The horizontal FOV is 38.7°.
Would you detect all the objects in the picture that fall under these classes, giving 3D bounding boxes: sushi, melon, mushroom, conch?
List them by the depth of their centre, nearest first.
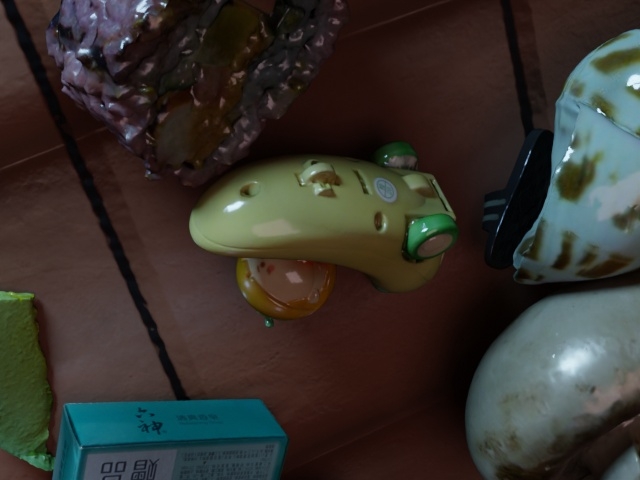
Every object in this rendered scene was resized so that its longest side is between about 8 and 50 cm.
[{"bbox_3d":[-0.112,-0.192,0.831,0.270,0.171,0.236,-53,146,5],"label":"sushi"},{"bbox_3d":[-0.334,0.146,0.976,0.114,0.053,0.261,-30,124,-28],"label":"melon"},{"bbox_3d":[0.346,-0.105,1.002,0.249,0.197,0.367,-27,130,-59],"label":"conch"},{"bbox_3d":[0.358,0.208,1.088,0.362,0.294,0.362,-17,142,-14],"label":"mushroom"}]

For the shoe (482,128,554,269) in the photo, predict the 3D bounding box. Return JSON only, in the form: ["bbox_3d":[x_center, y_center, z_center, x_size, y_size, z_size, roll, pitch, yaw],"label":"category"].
[{"bbox_3d":[0.230,-0.051,1.097,0.071,0.049,0.179,25,83,-43],"label":"shoe"}]

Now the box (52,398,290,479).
[{"bbox_3d":[-0.174,0.268,1.035,0.245,0.092,0.153,5,109,-30],"label":"box"}]

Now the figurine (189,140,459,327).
[{"bbox_3d":[0.000,0.000,0.960,0.325,0.124,0.222,4,142,-40],"label":"figurine"}]
